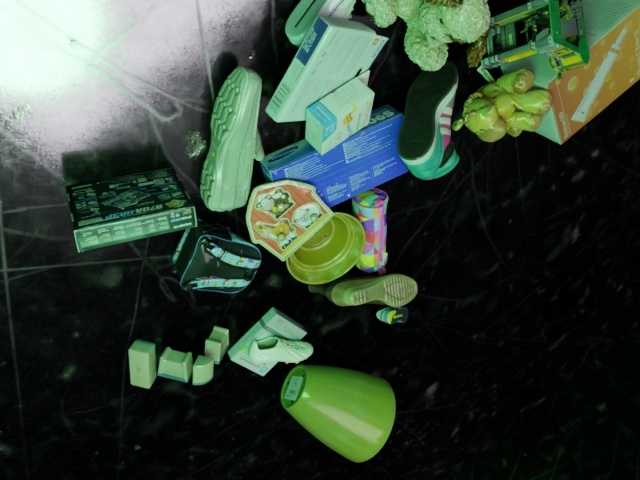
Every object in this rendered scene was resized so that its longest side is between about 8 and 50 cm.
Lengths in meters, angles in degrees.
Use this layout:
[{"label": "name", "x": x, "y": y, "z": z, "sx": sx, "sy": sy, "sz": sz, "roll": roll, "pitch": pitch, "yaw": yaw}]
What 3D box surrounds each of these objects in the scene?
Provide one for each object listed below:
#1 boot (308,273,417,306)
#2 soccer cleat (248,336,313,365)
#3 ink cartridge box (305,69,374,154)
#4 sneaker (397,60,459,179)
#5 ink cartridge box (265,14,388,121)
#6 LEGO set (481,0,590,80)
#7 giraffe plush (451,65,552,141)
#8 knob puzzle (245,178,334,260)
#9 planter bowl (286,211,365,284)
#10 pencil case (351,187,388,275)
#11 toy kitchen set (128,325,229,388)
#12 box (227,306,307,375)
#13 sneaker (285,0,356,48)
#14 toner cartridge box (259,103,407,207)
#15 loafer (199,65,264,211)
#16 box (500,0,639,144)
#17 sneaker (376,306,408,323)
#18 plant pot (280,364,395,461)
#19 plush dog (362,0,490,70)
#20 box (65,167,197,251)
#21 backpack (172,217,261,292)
[{"label": "boot", "x": 0.116, "y": 0.125, "z": 1.457, "sx": 0.248, "sy": 0.206, "sz": 0.090, "roll": -3, "pitch": 97, "yaw": -31}, {"label": "soccer cleat", "x": -0.105, "y": 0.303, "z": 1.484, "sx": 0.196, "sy": 0.068, "sz": 0.076, "roll": -1, "pitch": 119, "yaw": -27}, {"label": "ink cartridge box", "x": 0.055, "y": -0.280, "z": 1.161, "sx": 0.181, "sy": 0.061, "sz": 0.104, "roll": -37, "pitch": 161, "yaw": -19}, {"label": "sneaker", "x": 0.276, "y": -0.265, "z": 1.273, "sx": 0.178, "sy": 0.123, "sz": 0.296, "roll": 52, "pitch": 55, "yaw": -53}, {"label": "ink cartridge box", "x": 0.015, "y": -0.347, "z": 1.098, "sx": 0.224, "sy": 0.045, "sz": 0.223, "roll": -19, "pitch": 152, "yaw": -53}, {"label": "LEGO set", "x": 0.460, "y": -0.519, "z": 1.200, "sx": 0.254, "sy": 0.192, "sz": 0.332, "roll": -18, "pitch": 99, "yaw": -43}, {"label": "giraffe plush", "x": 0.422, "y": -0.315, "z": 1.291, "sx": 0.170, "sy": 0.210, "sz": 0.181, "roll": -43, "pitch": 164, "yaw": -27}, {"label": "knob puzzle", "x": -0.084, "y": -0.056, "z": 1.207, "sx": 0.213, "sy": 0.030, "sz": 0.213, "roll": -9, "pitch": 124, "yaw": -14}, {"label": "planter bowl", "x": 0.000, "y": 0.000, "z": 1.361, "sx": 0.217, "sy": 0.090, "sz": 0.217, "roll": -13, "pitch": 128, "yaw": -17}, {"label": "pencil case", "x": 0.136, "y": -0.023, "z": 1.422, "sx": 0.104, "sy": 0.104, "sz": 0.237, "roll": -21, "pitch": 129, "yaw": -16}, {"label": "toy kitchen set", "x": -0.363, "y": 0.300, "z": 1.385, "sx": 0.206, "sy": 0.166, "sz": 0.122, "roll": 13, "pitch": 121, "yaw": 5}, {"label": "box", "x": -0.150, "y": 0.291, "z": 1.518, "sx": 0.186, "sy": 0.038, "sz": 0.145, "roll": -44, "pitch": 132, "yaw": 5}, {"label": "sneaker", "x": 0.034, "y": -0.486, "z": 1.054, "sx": 0.258, "sy": 0.094, "sz": 0.091, "roll": -47, "pitch": 153, "yaw": 10}, {"label": "toner cartridge box", "x": 0.040, "y": -0.181, "z": 1.269, "sx": 0.347, "sy": 0.075, "sz": 0.165, "roll": -25, "pitch": 130, "yaw": -13}, {"label": "loafer", "x": -0.171, "y": -0.205, "z": 1.113, "sx": 0.111, "sy": 0.112, "sz": 0.320, "roll": -4, "pitch": 131, "yaw": -34}, {"label": "box", "x": 0.677, "y": -0.460, "z": 1.380, "sx": 0.345, "sy": 0.168, "sz": 0.215, "roll": -41, "pitch": 133, "yaw": 1}, {"label": "sneaker", "x": 0.233, "y": 0.235, "z": 1.698, "sx": 0.144, "sy": 0.059, "sz": 0.053, "roll": 10, "pitch": 86, "yaw": -52}, {"label": "plant pot", "x": 0.033, "y": 0.505, "z": 1.650, "sx": 0.293, "sy": 0.275, "sz": 0.275, "roll": 31, "pitch": 104, "yaw": -25}, {"label": "plush dog", "x": 0.251, "y": -0.471, "z": 1.078, "sx": 0.262, "sy": 0.225, "sz": 0.211, "roll": 27, "pitch": 105, "yaw": -43}, {"label": "box", "x": -0.372, "y": -0.068, "z": 1.041, "sx": 0.220, "sy": 0.175, "sz": 0.051, "roll": -14, "pitch": 128, "yaw": -22}, {"label": "backpack", "x": -0.234, "y": 0.041, "z": 1.237, "sx": 0.173, "sy": 0.117, "sz": 0.158, "roll": 12, "pitch": 114, "yaw": -35}]
